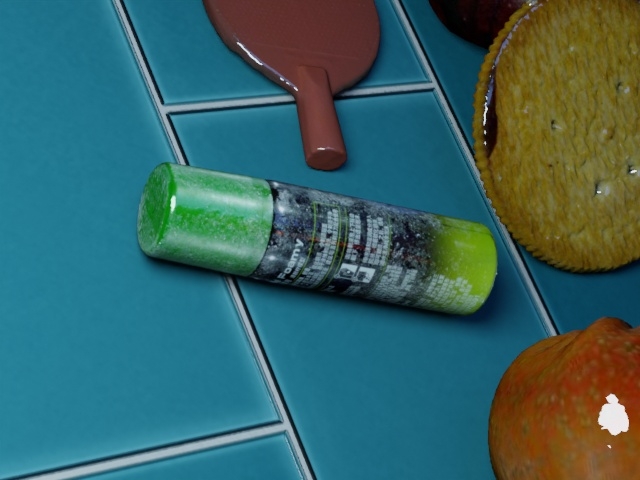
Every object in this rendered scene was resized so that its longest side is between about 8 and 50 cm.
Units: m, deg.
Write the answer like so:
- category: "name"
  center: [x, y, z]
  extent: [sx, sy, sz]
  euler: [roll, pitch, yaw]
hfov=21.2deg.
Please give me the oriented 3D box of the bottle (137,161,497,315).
- category: "bottle"
  center: [0.000, 0.000, 1.565]
  extent: [0.330, 0.093, 0.093]
  euler: [11, 55, -25]

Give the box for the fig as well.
- category: "fig"
  center: [0.231, -0.312, 1.803]
  extent: [0.204, 0.249, 0.186]
  euler: [0, 52, -27]

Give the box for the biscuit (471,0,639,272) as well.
- category: "biscuit"
  center: [0.276, -0.115, 1.759]
  extent: [0.305, 0.038, 0.305]
  euler: [-1, 92, -32]

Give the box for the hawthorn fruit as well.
- category: "hawthorn fruit"
  center: [0.286, 0.217, 1.495]
  extent: [0.277, 0.277, 0.298]
  euler: [3, 75, -29]

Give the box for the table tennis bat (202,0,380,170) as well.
- category: "table tennis bat"
  center: [-0.021, -0.210, 1.729]
  extent: [0.200, 0.038, 0.310]
  euler: [5, 57, -28]
